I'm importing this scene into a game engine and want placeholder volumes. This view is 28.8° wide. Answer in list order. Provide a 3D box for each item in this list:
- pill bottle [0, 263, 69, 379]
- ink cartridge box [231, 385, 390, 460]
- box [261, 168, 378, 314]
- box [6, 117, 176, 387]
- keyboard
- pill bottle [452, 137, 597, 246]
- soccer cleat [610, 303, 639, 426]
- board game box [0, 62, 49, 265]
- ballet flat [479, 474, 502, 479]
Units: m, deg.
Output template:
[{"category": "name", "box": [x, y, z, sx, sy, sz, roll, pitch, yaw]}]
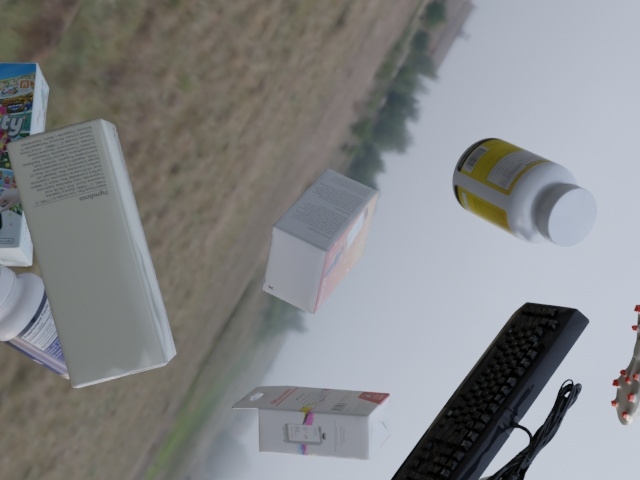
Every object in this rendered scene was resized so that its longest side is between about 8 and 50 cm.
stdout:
[{"category": "pill bottle", "box": [-0.360, 0.099, 1.575, 0.094, 0.169, 0.094, -31, -141, 29]}, {"category": "ink cartridge box", "box": [-0.012, 0.249, 1.716, 0.115, 0.198, 0.067, -26, 117, -70]}, {"category": "box", "box": [0.000, 0.000, 1.830, 0.170, 0.091, 0.130, -49, 159, -45]}, {"category": "box", "box": [-0.247, 0.013, 1.359, 0.094, 0.113, 0.275, -93, 169, -89]}, {"category": "keyboard", "box": [0.203, 0.201, 1.428, 0.317, 0.033, 0.201, -52, -152, -16]}, {"category": "pill bottle", "box": [0.252, -0.056, 1.532, 0.103, 0.103, 0.184, -61, -144, 4]}, {"category": "soccer cleat", "box": [0.467, 0.175, 1.754, 0.068, 0.076, 0.196, -126, -137, -66]}, {"category": "board game box", "box": [-0.546, -0.118, 1.908, 0.097, 0.224, 0.303, 88, 3, -71]}, {"category": "ballet flat", "box": [0.239, 0.530, 1.729, 0.139, 0.139, 0.400, 118, -20, -84]}]
